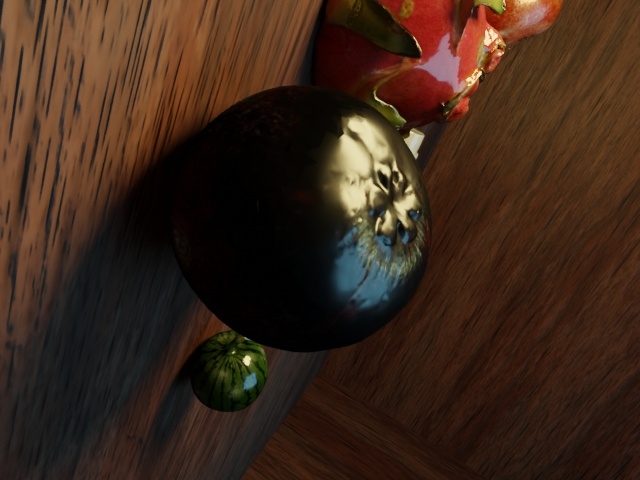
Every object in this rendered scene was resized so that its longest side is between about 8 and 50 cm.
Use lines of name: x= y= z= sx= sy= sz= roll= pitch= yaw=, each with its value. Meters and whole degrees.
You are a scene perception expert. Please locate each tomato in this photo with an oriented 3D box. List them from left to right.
tomato: x=0.430 y=-0.585 z=1.074 sx=0.270 sy=0.270 sz=0.227 roll=-49 pitch=127 yaw=-43

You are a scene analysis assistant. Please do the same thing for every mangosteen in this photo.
mangosteen: x=-0.032 y=-0.023 z=0.506 sx=0.300 sy=0.300 sz=0.300 roll=-56 pitch=166 yaw=-21

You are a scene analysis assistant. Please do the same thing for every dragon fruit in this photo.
dragon fruit: x=0.151 y=-0.295 z=0.681 sx=0.305 sy=0.225 sz=0.305 roll=-55 pitch=168 yaw=-17

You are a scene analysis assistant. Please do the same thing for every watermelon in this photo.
watermelon: x=-0.161 y=0.221 z=0.794 sx=0.141 sy=0.140 sz=0.187 roll=-47 pitch=159 yaw=-45

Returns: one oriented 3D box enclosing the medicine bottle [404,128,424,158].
medicine bottle: x=0.182 y=-0.192 z=1.208 sx=0.247 sy=0.147 sz=0.147 roll=-65 pitch=167 yaw=23
